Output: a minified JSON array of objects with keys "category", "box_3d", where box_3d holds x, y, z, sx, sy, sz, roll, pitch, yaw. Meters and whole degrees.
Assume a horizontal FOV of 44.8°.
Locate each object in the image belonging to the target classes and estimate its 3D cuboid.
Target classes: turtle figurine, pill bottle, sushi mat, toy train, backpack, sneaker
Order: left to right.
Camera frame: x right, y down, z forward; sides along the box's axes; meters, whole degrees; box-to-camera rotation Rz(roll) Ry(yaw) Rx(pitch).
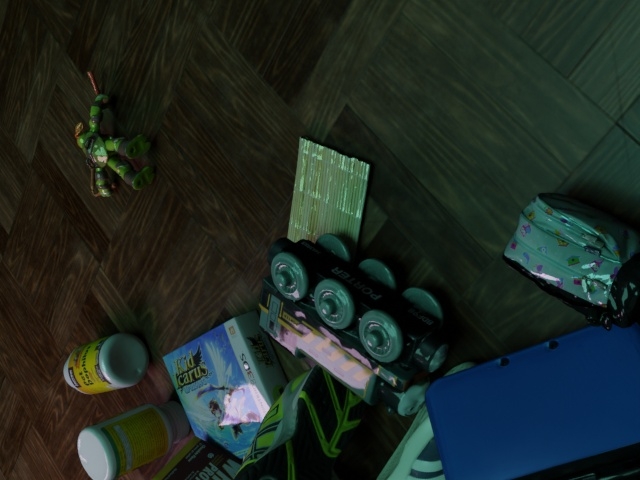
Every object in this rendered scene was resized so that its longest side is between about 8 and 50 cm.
[{"category":"pill bottle","box_3d":[-0.481,0.276,1.715,0.215,0.117,0.117,-20,88,44]},{"category":"turtle figurine","box_3d":[-0.431,-0.195,1.563,0.217,0.087,0.269,22,116,37]},{"category":"pill bottle","box_3d":[-0.378,0.404,1.593,0.118,0.208,0.117,12,109,40]},{"category":"sneaker","box_3d":[-0.056,0.361,1.214,0.145,0.384,0.147,43,144,-8]},{"category":"sushi mat","box_3d":[0.000,0.000,1.272,0.151,0.019,0.316,24,117,34]},{"category":"toy train","box_3d":[0.042,0.124,1.173,0.334,0.142,0.190,32,128,31]},{"category":"sneaker","box_3d":[0.183,0.338,1.142,0.148,0.131,0.350,30,116,8]},{"category":"backpack","box_3d":[0.314,0.021,0.921,0.182,0.152,0.115,34,106,35]}]

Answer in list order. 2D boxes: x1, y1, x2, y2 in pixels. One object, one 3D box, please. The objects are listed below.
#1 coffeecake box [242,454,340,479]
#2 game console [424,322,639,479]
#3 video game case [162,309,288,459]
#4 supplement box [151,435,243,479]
[{"category":"coffeecake box","box_3d":[-0.037,0.432,1.294,0.185,0.143,0.068,-133,47,-55]},{"category":"game console","box_3d":[0.315,0.277,0.984,0.293,0.173,0.250,-24,117,20]},{"category":"video game case","box_3d":[-0.170,0.289,1.476,0.270,0.061,0.244,-31,79,43]},{"category":"supplement box","box_3d":[-0.199,0.513,1.465,0.191,0.129,0.194,21,128,24]}]
